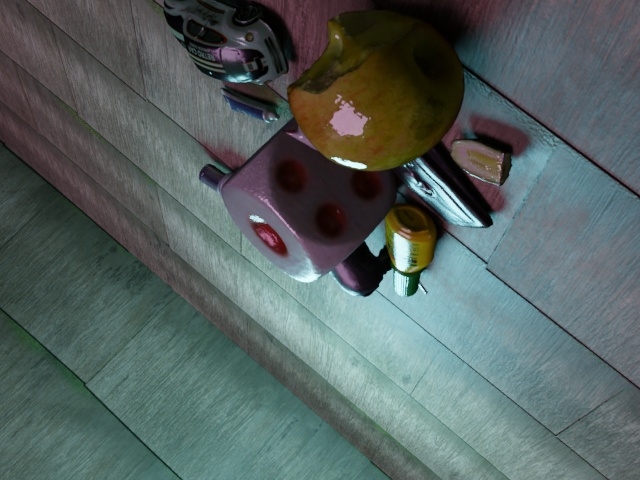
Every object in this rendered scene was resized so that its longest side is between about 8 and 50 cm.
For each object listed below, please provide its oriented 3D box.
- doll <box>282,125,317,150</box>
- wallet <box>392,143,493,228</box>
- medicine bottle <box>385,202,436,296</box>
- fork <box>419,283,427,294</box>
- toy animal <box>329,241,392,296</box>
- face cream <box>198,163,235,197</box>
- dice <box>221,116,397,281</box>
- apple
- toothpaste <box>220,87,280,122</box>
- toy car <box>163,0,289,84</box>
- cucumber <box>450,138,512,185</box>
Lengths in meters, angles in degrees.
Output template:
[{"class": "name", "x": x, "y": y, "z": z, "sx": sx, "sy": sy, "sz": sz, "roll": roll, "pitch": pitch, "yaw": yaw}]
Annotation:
[{"class": "doll", "x": 0.037, "y": -0.220, "z": 1.650, "sx": 0.110, "sy": 0.181, "sz": 0.107, "roll": 25, "pitch": 166, "yaw": 39}, {"class": "wallet", "x": 0.193, "y": -0.109, "z": 1.754, "sx": 0.245, "sy": 0.052, "sz": 0.168, "roll": 48, "pitch": 164, "yaw": -18}, {"class": "medicine bottle", "x": 0.181, "y": 0.028, "z": 2.010, "sx": 0.111, "sy": 0.076, "sz": 0.309, "roll": 37, "pitch": 160, "yaw": 21}, {"class": "fork", "x": 0.202, "y": 0.079, "z": 2.168, "sx": 0.115, "sy": 0.012, "sz": 0.016, "roll": 47, "pitch": 164, "yaw": -24}, {"class": "toy animal", "x": 0.003, "y": -0.017, "z": 2.111, "sx": 0.343, "sy": 0.168, "sz": 0.106, "roll": 31, "pitch": 164, "yaw": -10}, {"class": "face cream", "x": -0.185, "y": -0.105, "z": 2.450, "sx": 0.291, "sy": 0.071, "sz": 0.144, "roll": 34, "pitch": 158, "yaw": 26}, {"class": "dice", "x": -0.019, "y": -0.092, "z": 1.895, "sx": 0.259, "sy": 0.251, "sz": 0.243, "roll": 47, "pitch": 158, "yaw": -9}, {"class": "apple", "x": 0.085, "y": -0.227, "z": 1.440, "sx": 0.246, "sy": 0.246, "sz": 0.226, "roll": 48, "pitch": 152, "yaw": -13}, {"class": "toothpaste", "x": -0.147, "y": -0.280, "z": 2.077, "sx": 0.197, "sy": 0.035, "sz": 0.057, "roll": 26, "pitch": 148, "yaw": 46}, {"class": "toy car", "x": -0.195, "y": -0.377, "z": 1.844, "sx": 0.305, "sy": 0.125, "sz": 0.136, "roll": 28, "pitch": 155, "yaw": 34}, {"class": "cucumber", "x": 0.259, "y": -0.136, "z": 1.584, "sx": 0.107, "sy": 0.035, "sz": 0.067, "roll": 30, "pitch": 138, "yaw": 36}]
